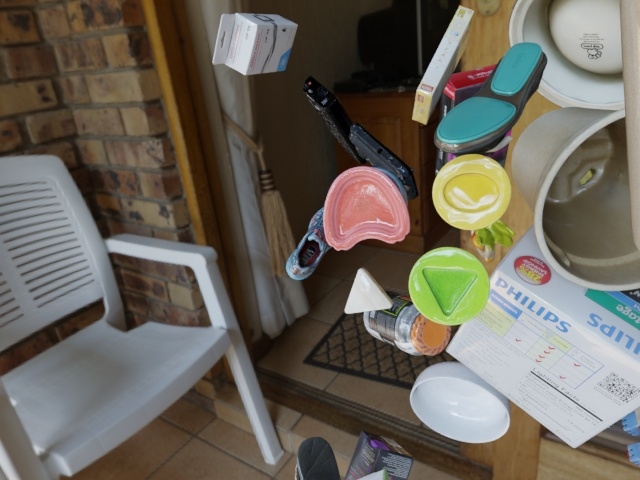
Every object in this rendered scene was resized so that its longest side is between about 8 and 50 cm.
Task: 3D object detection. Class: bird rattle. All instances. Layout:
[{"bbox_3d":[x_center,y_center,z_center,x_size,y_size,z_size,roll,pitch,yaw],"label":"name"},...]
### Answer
[{"bbox_3d":[0.600,-0.032,1.808,0.142,0.207,0.254,-20,38,-8],"label":"bird rattle"}]

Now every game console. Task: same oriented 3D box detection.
[{"bbox_3d":[0.093,-0.205,1.032,0.044,0.213,0.361,-41,53,4],"label":"game console"}]

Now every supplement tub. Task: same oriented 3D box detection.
[{"bbox_3d":[0.313,0.302,1.754,0.193,0.194,0.316,-17,12,-23],"label":"supplement tub"}]

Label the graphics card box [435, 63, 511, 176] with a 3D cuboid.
[{"bbox_3d":[0.505,-0.370,1.568,0.232,0.371,0.094,-16,45,-10],"label":"graphics card box"}]

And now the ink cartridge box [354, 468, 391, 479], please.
[{"bbox_3d":[0.160,0.692,0.975,0.119,0.354,0.207,-27,1,11],"label":"ink cartridge box"}]

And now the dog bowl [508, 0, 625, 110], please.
[{"bbox_3d":[0.678,-0.508,1.166,0.150,0.408,0.407,-47,36,-13],"label":"dog bowl"}]

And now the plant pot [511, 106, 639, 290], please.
[{"bbox_3d":[0.530,-0.121,0.933,0.333,0.334,0.306,-5,24,3],"label":"plant pot"}]

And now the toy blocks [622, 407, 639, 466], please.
[{"bbox_3d":[1.034,0.515,1.443,0.190,0.261,0.382,30,46,-11],"label":"toy blocks"}]

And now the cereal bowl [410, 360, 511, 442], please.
[{"bbox_3d":[0.494,0.546,1.688,0.338,0.339,0.141,4,36,25],"label":"cereal bowl"}]

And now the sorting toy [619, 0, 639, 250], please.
[{"bbox_3d":[0.272,-0.064,0.250,0.047,0.348,0.195,-34,27,-31],"label":"sorting toy"}]

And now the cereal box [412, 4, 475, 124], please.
[{"bbox_3d":[0.306,-0.432,1.207,0.047,0.240,0.173,27,-5,11],"label":"cereal box"}]

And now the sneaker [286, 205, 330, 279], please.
[{"bbox_3d":[0.000,0.000,1.411,0.104,0.262,0.125,31,-15,-4],"label":"sneaker"}]

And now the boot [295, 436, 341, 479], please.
[{"bbox_3d":[0.004,0.757,1.348,0.138,0.284,0.378,-12,68,-10],"label":"boot"}]

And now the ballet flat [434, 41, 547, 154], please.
[{"bbox_3d":[0.277,-0.199,0.754,0.095,0.096,0.280,29,63,34],"label":"ballet flat"}]

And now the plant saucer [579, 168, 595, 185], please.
[{"bbox_3d":[0.714,-0.189,1.090,0.240,0.241,0.037,8,-1,31],"label":"plant saucer"}]

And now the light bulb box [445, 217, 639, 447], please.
[{"bbox_3d":[0.527,0.205,1.062,0.357,0.361,0.225,36,56,22],"label":"light bulb box"}]

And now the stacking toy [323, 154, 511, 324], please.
[{"bbox_3d":[0.171,-0.005,0.859,0.308,0.280,0.130,1,7,18],"label":"stacking toy"}]

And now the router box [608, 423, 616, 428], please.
[{"bbox_3d":[0.859,0.514,1.501,0.038,0.092,0.123,-40,31,21],"label":"router box"}]

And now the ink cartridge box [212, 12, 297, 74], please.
[{"bbox_3d":[-0.132,-0.404,0.989,0.060,0.104,0.180,34,36,17],"label":"ink cartridge box"}]

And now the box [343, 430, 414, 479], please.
[{"bbox_3d":[0.183,0.824,1.638,0.143,0.271,0.165,23,-6,-17],"label":"box"}]
